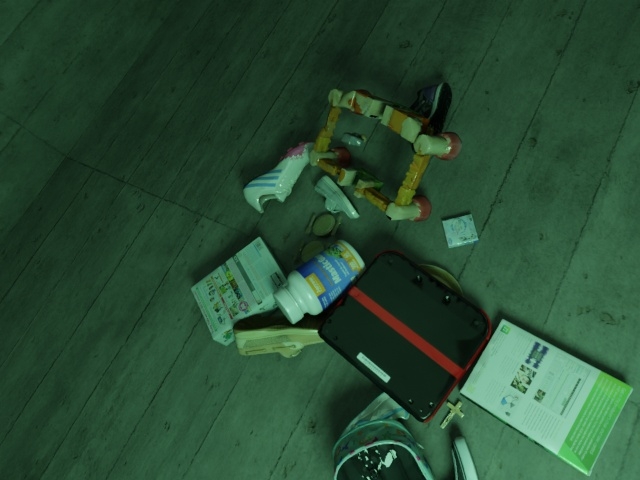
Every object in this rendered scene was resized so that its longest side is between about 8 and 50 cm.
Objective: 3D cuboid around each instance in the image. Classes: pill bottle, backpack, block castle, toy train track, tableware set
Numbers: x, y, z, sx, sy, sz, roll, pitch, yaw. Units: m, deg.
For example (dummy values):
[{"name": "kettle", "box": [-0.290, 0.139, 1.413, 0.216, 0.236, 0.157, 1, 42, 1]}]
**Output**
[{"name": "pill bottle", "box": [-0.005, 0.129, 1.352, 0.272, 0.152, 0.152, -34, 57, -16]}, {"name": "backpack", "box": [0.150, 0.559, 1.066, 0.225, 0.254, 0.191, -29, 14, 7]}, {"name": "block castle", "box": [0.199, -0.287, 1.433, 0.453, 0.212, 0.303, 39, 122, 34]}, {"name": "toy train track", "box": [0.345, 0.461, 1.175, 0.048, 0.014, 0.083, 37, 89, 24]}, {"name": "tableware set", "box": [0.000, 0.000, 1.515, 0.128, 0.039, 0.194, 6, 62, 36]}]

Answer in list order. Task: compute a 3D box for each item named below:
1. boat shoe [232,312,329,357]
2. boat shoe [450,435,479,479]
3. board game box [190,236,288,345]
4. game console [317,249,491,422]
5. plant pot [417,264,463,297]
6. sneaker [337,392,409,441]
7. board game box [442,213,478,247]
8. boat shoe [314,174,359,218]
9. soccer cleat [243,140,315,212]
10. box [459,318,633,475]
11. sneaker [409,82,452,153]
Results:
[{"name": "boat shoe", "box": [-0.096, 0.296, 1.377, 0.340, 0.122, 0.110, -3, 105, 9]}, {"name": "boat shoe", "box": [0.336, 0.629, 1.050, 0.102, 0.108, 0.301, -12, 69, 14]}, {"name": "board game box", "box": [-0.259, 0.169, 1.503, 0.303, 0.097, 0.224, -35, 57, 1]}, {"name": "game console", "box": [0.234, 0.243, 1.236, 0.386, 0.060, 0.342, 37, 82, 21]}, {"name": "plant pot", "box": [0.300, 0.186, 1.311, 0.236, 0.032, 0.236, -8, 64, 17]}, {"name": "sneaker", "box": [0.135, 0.509, 1.192, 0.228, 0.087, 0.092, -44, 60, -1]}, {"name": "board game box", "box": [0.429, -0.028, 1.368, 0.090, 0.020, 0.090, -13, 62, 15]}, {"name": "boat shoe", "box": [0.052, -0.136, 1.542, 0.081, 0.079, 0.227, -42, 52, 6]}, {"name": "soccer cleat", "box": [-0.129, -0.227, 1.644, 0.331, 0.116, 0.143, -35, 74, 5]}, {"name": "box", "box": [0.549, 0.377, 1.109, 0.322, 0.058, 0.232, 29, 79, 31]}, {"name": "sneaker", "box": [0.357, -0.415, 1.551, 0.124, 0.107, 0.283, 8, 66, 42]}]
